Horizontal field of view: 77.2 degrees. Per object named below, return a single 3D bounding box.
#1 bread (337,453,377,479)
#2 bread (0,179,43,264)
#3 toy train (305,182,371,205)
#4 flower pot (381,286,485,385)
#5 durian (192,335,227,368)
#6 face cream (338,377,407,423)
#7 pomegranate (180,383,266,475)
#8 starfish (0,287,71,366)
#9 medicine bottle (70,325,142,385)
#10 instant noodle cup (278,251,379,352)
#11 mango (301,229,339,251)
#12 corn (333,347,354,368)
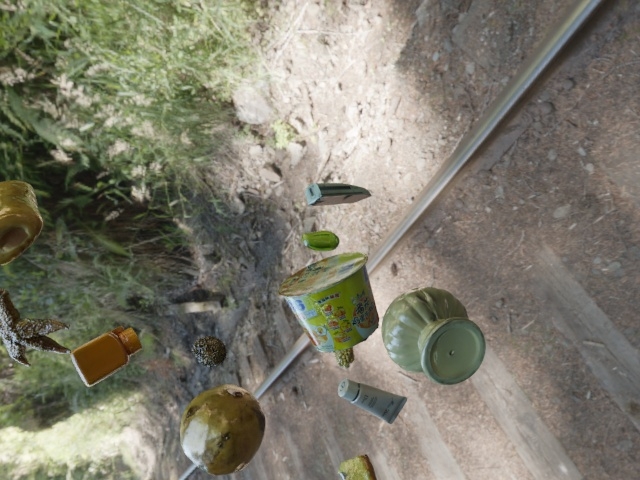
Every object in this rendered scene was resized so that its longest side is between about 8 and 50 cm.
[{"bbox_3d":[0.094,0.588,0.923,0.361,0.077,0.138,83,173,-56],"label":"bread"},{"bbox_3d":[-0.709,-0.056,0.901,0.305,0.091,0.142,29,79,46],"label":"bread"},{"bbox_3d":[0.059,-0.131,1.090,0.055,0.251,0.048,-33,75,38],"label":"toy train"},{"bbox_3d":[0.368,0.314,1.285,0.244,0.307,0.308,-141,51,-73],"label":"flower pot"},{"bbox_3d":[-0.265,0.263,0.955,0.080,0.080,0.091,59,178,33],"label":"durian"},{"bbox_3d":[0.222,0.691,1.747,0.143,0.314,0.089,-60,19,3],"label":"face cream"},{"bbox_3d":[-0.317,0.615,1.326,0.281,0.281,0.282,12,105,55],"label":"pomegranate"},{"bbox_3d":[-0.693,0.214,0.926,0.043,0.227,0.241,-79,6,-56],"label":"starfish"},{"bbox_3d":[-0.816,0.437,1.543,0.149,0.222,0.112,59,144,3],"label":"medicine bottle"},{"bbox_3d":[0.030,0.131,0.863,0.205,0.204,0.153,1,117,56],"label":"instant noodle cup"},{"bbox_3d":[0.000,0.000,1.716,0.074,0.164,0.091,127,150,-76],"label":"mango"},{"bbox_3d":[0.083,0.396,1.711,0.086,0.086,0.289,-33,64,53],"label":"corn"}]
